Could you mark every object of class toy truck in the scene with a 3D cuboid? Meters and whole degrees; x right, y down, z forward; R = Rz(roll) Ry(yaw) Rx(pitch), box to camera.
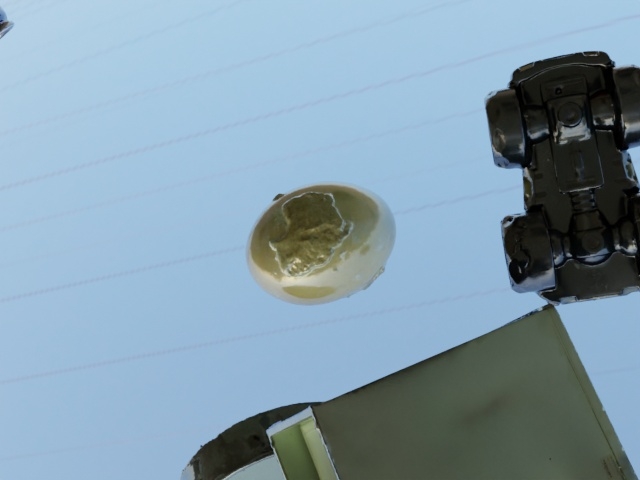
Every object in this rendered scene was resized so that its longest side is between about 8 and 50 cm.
[{"bbox_3d":[0.233,-0.052,0.794,0.148,0.165,0.224,-11,-90,12],"label":"toy truck"}]

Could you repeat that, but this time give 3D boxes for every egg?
[{"bbox_3d":[0.001,0.002,1.121,0.202,0.164,0.164,-20,-135,-10],"label":"egg"}]

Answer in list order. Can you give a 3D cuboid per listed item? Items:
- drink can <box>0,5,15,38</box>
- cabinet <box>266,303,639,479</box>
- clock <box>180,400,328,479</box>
[{"bbox_3d":[-0.373,-0.249,0.724,0.097,0.235,0.097,-33,-162,13],"label":"drink can"},{"bbox_3d":[0.091,0.165,0.653,0.206,0.145,0.150,-19,-102,-21],"label":"cabinet"},{"bbox_3d":[-0.027,0.336,1.153,0.319,0.318,0.066,-23,-136,7],"label":"clock"}]
